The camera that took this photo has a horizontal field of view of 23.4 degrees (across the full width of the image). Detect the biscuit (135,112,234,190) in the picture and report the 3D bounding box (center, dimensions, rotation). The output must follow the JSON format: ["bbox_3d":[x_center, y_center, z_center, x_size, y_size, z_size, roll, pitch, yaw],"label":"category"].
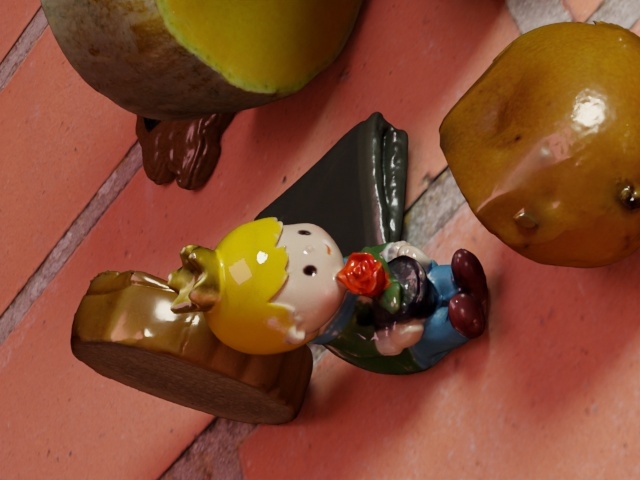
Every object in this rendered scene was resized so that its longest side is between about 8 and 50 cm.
[{"bbox_3d":[-0.159,-0.180,1.831,0.208,0.041,0.290,-42,40,36],"label":"biscuit"}]

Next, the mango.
[{"bbox_3d":[0.192,-0.083,1.169,0.166,0.136,0.236,-39,35,15],"label":"mango"}]

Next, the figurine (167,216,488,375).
[{"bbox_3d":[0.008,0.040,1.265,0.185,0.234,0.127,-15,55,52],"label":"figurine"}]

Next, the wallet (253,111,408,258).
[{"bbox_3d":[0.000,0.000,1.479,0.245,0.052,0.168,-36,43,46],"label":"wallet"}]

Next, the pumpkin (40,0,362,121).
[{"bbox_3d":[-0.102,-0.292,1.576,0.199,0.332,0.332,-2,69,48],"label":"pumpkin"}]

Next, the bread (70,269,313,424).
[{"bbox_3d":[-0.119,0.101,1.414,0.236,0.236,0.070,-8,60,54],"label":"bread"}]
